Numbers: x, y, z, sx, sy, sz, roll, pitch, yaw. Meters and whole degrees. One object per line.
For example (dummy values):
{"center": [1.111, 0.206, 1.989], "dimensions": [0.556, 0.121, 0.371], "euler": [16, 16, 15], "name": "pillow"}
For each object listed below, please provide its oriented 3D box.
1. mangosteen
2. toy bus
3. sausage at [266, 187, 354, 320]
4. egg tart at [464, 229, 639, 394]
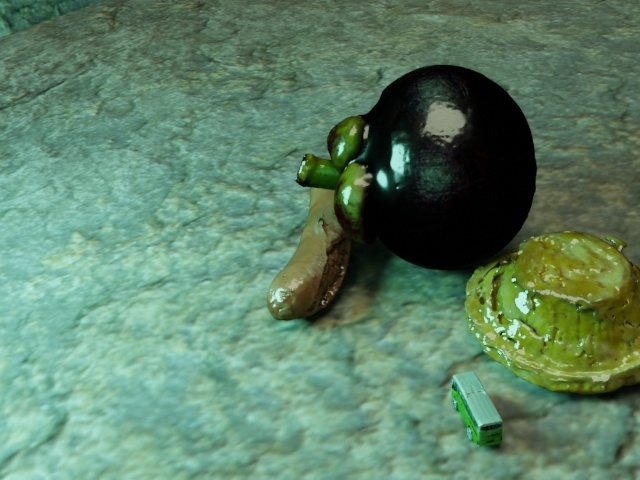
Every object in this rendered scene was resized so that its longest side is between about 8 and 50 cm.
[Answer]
{"center": [0.119, -0.092, 0.985], "dimensions": [0.302, 0.275, 0.275], "euler": [-2, 32, 3], "name": "mangosteen"}
{"center": [0.156, 0.168, 0.777], "dimensions": [0.031, 0.037, 0.083], "euler": [-10, 31, -7], "name": "toy bus"}
{"center": [0.002, 0.000, 1.035], "dimensions": [0.087, 0.079, 0.327], "euler": [10, 35, 5], "name": "sausage"}
{"center": [0.281, 0.065, 0.864], "dimensions": [0.241, 0.106, 0.241], "euler": [-3, 35, 2], "name": "egg tart"}
